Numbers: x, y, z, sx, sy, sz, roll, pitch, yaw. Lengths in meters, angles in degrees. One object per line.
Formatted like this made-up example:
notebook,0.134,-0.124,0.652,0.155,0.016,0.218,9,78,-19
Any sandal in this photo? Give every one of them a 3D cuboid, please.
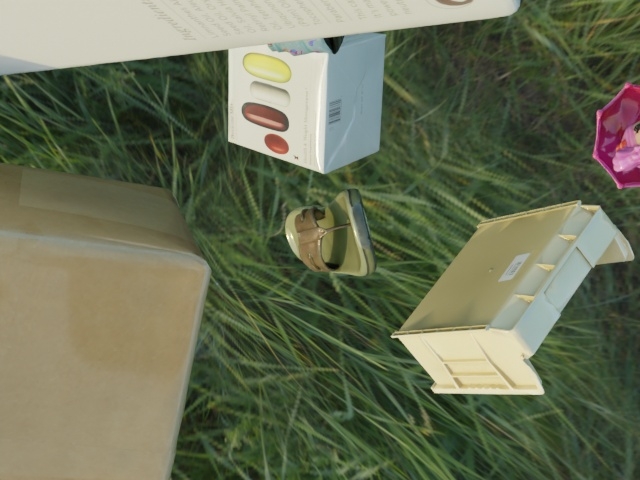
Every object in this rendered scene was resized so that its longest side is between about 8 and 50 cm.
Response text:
sandal,0.000,0.002,1.373,0.086,0.303,0.120,-15,91,-21

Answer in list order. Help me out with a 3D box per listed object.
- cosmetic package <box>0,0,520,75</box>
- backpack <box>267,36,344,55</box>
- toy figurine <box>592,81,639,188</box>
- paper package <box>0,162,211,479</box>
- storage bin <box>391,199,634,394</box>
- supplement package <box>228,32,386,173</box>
cosmetic package,-0.114,-0.247,0.587,0.453,0.161,0.230,-2,74,25
backpack,-0.027,-0.318,1.209,0.115,0.182,0.152,5,55,22
toy figurine,0.266,-0.080,0.680,0.173,0.159,0.130,-38,101,-50
paper package,-0.278,0.097,0.755,0.325,0.168,0.309,7,109,-21
storage bin,0.277,0.083,1.389,0.123,0.260,0.262,50,63,-15
supplement package,-0.024,-0.237,1.526,0.149,0.203,0.194,-26,127,-45
